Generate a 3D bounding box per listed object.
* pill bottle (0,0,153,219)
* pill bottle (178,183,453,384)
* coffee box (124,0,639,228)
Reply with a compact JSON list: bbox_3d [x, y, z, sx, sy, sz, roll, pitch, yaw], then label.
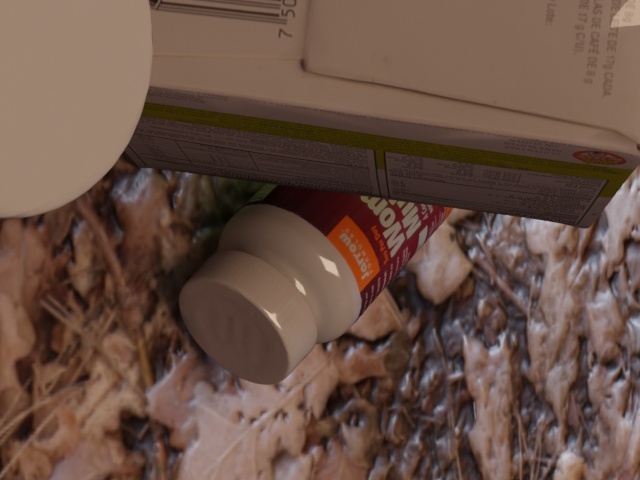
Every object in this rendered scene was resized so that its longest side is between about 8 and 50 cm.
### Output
[{"bbox_3d":[-0.265,-0.097,0.986,0.204,0.361,0.204,-1,91,-46],"label":"pill bottle"},{"bbox_3d":[0.000,0.000,1.433,0.221,0.121,0.121,-47,122,-35],"label":"pill bottle"},{"bbox_3d":[0.044,-0.211,1.233,0.334,0.338,0.337,66,32,-82],"label":"coffee box"}]
